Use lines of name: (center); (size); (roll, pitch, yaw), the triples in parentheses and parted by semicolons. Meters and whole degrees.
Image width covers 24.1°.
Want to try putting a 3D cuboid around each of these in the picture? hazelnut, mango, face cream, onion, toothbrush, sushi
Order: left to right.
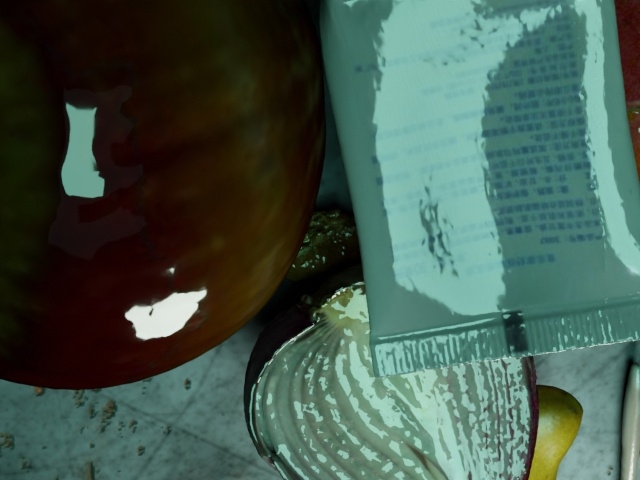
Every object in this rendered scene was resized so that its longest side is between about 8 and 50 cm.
hazelnut: (-0.177, -0.098, 1.117); (0.402, 0.402, 0.429); (-15, 105, -7)
sushi: (-0.002, -0.001, 1.383); (0.118, 0.061, 0.060); (-25, 110, -24)
onion: (0.090, 0.172, 1.403); (0.267, 0.159, 0.348); (-24, 103, 9)
face cream: (0.117, -0.109, 1.118); (0.235, 0.137, 0.420); (-10, 101, 8)
mango: (0.165, 0.252, 1.508); (0.157, 0.109, 0.262); (26, 98, -11)
toothbrush: (0.323, 0.265, 1.596); (0.029, 0.025, 0.307); (-3, 115, -3)

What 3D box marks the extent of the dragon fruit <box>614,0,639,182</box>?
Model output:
dragon fruit: (0.243, -0.100, 1.281); (0.189, 0.290, 0.290); (-42, 116, 11)
